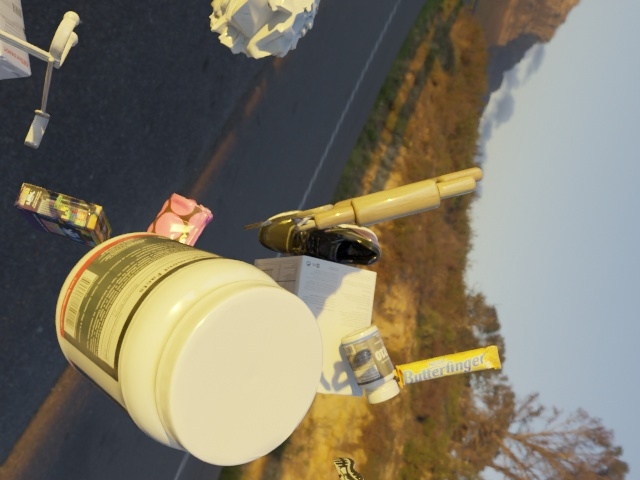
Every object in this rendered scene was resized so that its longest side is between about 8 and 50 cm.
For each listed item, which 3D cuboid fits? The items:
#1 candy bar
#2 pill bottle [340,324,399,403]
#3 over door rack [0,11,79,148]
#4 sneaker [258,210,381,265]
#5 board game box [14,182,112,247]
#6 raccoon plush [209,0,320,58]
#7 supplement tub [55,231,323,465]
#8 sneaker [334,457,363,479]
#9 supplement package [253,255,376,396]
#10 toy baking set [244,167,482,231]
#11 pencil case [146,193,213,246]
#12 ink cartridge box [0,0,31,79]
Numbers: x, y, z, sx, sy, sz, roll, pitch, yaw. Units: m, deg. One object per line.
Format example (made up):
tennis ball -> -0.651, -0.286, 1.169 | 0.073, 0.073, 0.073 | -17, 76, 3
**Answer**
candy bar -> 0.191, 0.192, 0.959 | 0.018, 0.161, 0.040 | -69, 142, -66
pill bottle -> 0.099, 0.242, 1.232 | 0.078, 0.078, 0.137 | -1, 68, -82
over door rack -> -0.468, -0.269, 0.848 | 0.324, 0.239, 0.108 | -27, -135, 57
sneaker -> 0.000, 0.000, 1.441 | 0.124, 0.283, 0.107 | -101, -163, -76
board game box -> -0.472, -0.040, 1.177 | 0.170, 0.141, 0.048 | 129, -24, -72
raccoon plush -> 0.033, -0.285, 0.632 | 0.299, 0.216, 0.446 | 29, 64, -40
supplement tub -> -0.146, 0.102, 0.670 | 0.191, 0.272, 0.191 | -10, 106, -39
sneaker -> 0.048, 0.432, 1.152 | 0.109, 0.040, 0.043 | -140, -127, -75
supplement package -> -0.030, 0.182, 1.344 | 0.198, 0.199, 0.262 | -7, -108, 54
toy baking set -> 0.047, -0.034, 0.693 | 0.197, 0.256, 0.030 | -175, -109, -81
pencil case -> -0.270, 0.018, 1.122 | 0.095, 0.098, 0.209 | 41, 65, -39
ink cartridge box -> -0.703, -0.464, 1.353 | 0.148, 0.086, 0.203 | 143, -61, -88
